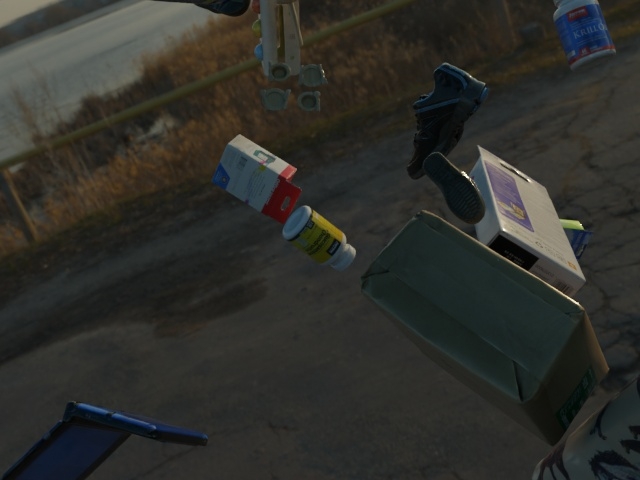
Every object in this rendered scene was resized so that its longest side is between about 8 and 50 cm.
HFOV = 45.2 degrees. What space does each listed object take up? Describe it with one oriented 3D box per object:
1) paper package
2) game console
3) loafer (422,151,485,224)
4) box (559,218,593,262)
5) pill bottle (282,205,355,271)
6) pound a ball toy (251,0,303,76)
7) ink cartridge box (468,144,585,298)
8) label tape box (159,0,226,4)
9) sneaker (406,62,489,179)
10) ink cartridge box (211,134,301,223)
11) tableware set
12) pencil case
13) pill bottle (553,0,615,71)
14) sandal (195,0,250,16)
[{"bbox_3d":[0.263,0.143,1.191,0.309,0.325,0.168,36,84,34],"label":"paper package"},{"bbox_3d":[-0.381,0.400,1.410,0.250,0.293,0.173,12,76,14],"label":"game console"},{"bbox_3d":[0.221,-0.084,1.226,0.056,0.050,0.148,-45,55,24],"label":"loafer"},{"bbox_3d":[0.502,0.002,1.717,0.178,0.109,0.042,6,37,-12],"label":"box"},{"bbox_3d":[0.000,0.000,1.976,0.103,0.184,0.103,-42,26,25],"label":"pill bottle"},{"bbox_3d":[-0.130,-0.629,2.260,0.136,0.319,0.208,-7,44,-7],"label":"pound a ball toy"},{"bbox_3d":[0.358,-0.043,1.397,0.069,0.176,0.371,-54,13,29],"label":"ink cartridge box"},{"bbox_3d":[-0.133,-0.455,1.139,0.249,0.115,0.348,-20,9,22],"label":"label tape box"},{"bbox_3d":[0.293,-0.297,1.944,0.125,0.140,0.340,-42,-13,-45],"label":"sneaker"},{"bbox_3d":[-0.158,-0.162,2.052,0.134,0.231,0.078,-60,-4,35],"label":"ink cartridge box"},{"bbox_3d":[-0.066,-0.383,1.914,0.169,0.141,0.020,3,-20,-4],"label":"tableware set"},{"bbox_3d":[0.505,0.327,1.197,0.160,0.410,0.183,-24,61,-42],"label":"pencil case"},{"bbox_3d":[0.707,-0.584,2.089,0.124,0.221,0.124,-18,-6,-2],"label":"pill bottle"},{"bbox_3d":[-0.195,-0.496,1.533,0.060,0.090,0.219,9,18,-46],"label":"sandal"}]
